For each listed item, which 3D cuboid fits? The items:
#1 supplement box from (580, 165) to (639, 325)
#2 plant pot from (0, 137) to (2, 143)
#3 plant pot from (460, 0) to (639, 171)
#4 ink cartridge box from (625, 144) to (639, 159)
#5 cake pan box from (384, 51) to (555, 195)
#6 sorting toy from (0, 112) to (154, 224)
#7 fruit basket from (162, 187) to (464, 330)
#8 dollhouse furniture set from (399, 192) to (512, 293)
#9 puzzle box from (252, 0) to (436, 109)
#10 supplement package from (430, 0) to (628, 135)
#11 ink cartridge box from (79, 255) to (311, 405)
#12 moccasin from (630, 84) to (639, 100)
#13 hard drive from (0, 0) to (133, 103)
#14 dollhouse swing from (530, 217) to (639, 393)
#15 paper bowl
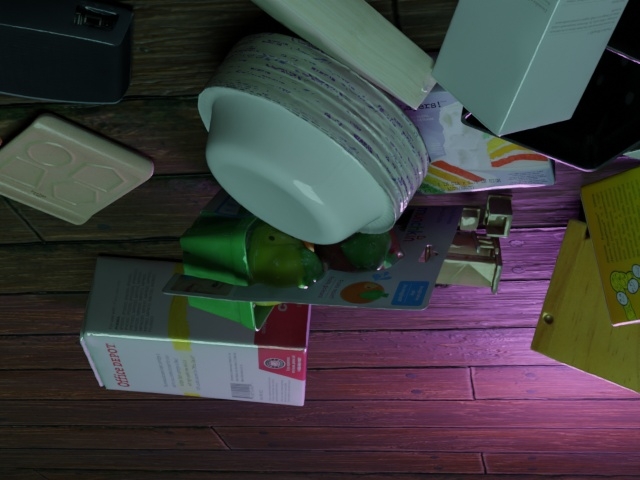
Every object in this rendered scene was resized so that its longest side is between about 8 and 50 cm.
[{"bbox_3d":[0.511,-0.021,1.319,0.194,0.195,0.356,-9,174,-22],"label":"supplement box"},{"bbox_3d":[-0.575,-0.138,1.356,0.212,0.212,0.187,11,141,36],"label":"plant pot"},{"bbox_3d":[0.276,-0.208,1.165,0.188,0.167,0.187,16,150,-24],"label":"plant pot"},{"bbox_3d":[0.432,-0.138,1.320,0.104,0.061,0.181,-14,173,30],"label":"ink cartridge box"},{"bbox_3d":[0.159,-0.147,1.409,0.267,0.070,0.245,-3,150,16],"label":"cake pan box"},{"bbox_3d":[-0.377,-0.106,1.603,0.193,0.038,0.208,24,142,-34],"label":"sorting toy"},{"bbox_3d":[0.000,0.000,1.498,0.353,0.327,0.165,-3,114,19],"label":"fruit basket"},{"bbox_3d":[0.189,-0.017,1.667,0.182,0.101,0.161,5,128,0],"label":"dollhouse furniture set"},{"bbox_3d":[-0.087,-0.282,1.012,0.409,0.272,0.052,31,98,-42],"label":"puzzle box"},{"bbox_3d":[0.193,-0.200,0.980,0.105,0.105,0.179,-16,140,-36],"label":"supplement package"},{"bbox_3d":[-0.212,0.167,1.963,0.385,0.160,0.279,4,152,0],"label":"ink cartridge box"},{"bbox_3d":[0.476,-0.222,1.130,0.380,0.147,0.139,-21,144,39],"label":"moccasin"},{"bbox_3d":[-0.359,-0.236,1.322,0.255,0.054,0.172,8,153,-7],"label":"hard drive"},{"bbox_3d":[0.554,0.115,1.708,0.347,0.315,0.305,21,-158,22],"label":"dollhouse swing"},{"bbox_3d":[-0.023,-0.103,1.313,0.284,0.148,0.284,29,163,10],"label":"paper bowl"}]
